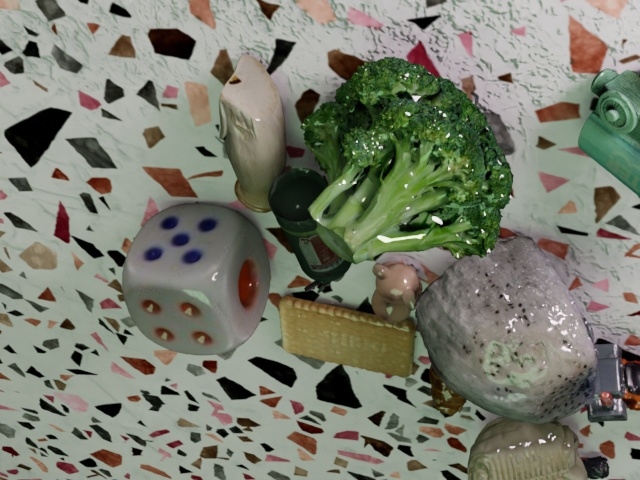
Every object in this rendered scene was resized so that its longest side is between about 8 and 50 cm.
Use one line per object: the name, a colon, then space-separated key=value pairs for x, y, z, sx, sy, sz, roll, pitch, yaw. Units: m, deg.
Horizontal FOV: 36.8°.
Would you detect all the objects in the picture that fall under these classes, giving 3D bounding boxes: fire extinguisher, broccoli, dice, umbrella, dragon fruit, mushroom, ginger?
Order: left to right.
dice: x=-0.202 y=0.066 z=1.597 sx=0.192 sy=0.194 sz=0.193 roll=1 pitch=138 yaw=20
mushroom: x=-0.094 y=-0.140 z=1.388 sx=0.108 sy=0.096 sz=0.247 roll=40 pitch=152 yaw=35
fire extinguisher: x=0.000 y=0.000 z=1.492 sx=0.093 sy=0.118 sz=0.294 roll=50 pitch=172 yaw=29
broccoli: x=0.097 y=-0.089 z=1.260 sx=0.308 sy=0.275 sz=0.308 roll=41 pitch=159 yaw=19
ginger: x=0.227 y=0.213 z=1.656 sx=0.073 sy=0.103 sz=0.162 roll=1 pitch=119 yaw=3
dragon fruit: x=0.277 y=0.169 z=1.450 sx=0.204 sy=0.221 sz=0.283 roll=-23 pitch=136 yaw=-7
umbrella: x=0.462 y=0.447 z=1.852 sx=0.188 sy=0.046 sz=0.050 roll=-15 pitch=90 yaw=35

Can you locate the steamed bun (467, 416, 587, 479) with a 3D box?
steamed bun: x=0.369 y=0.403 z=1.776 sx=0.218 sy=0.144 sz=0.211 roll=-14 pitch=121 yaw=-1

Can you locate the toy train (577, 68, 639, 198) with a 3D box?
toy train: x=0.418 y=-0.102 z=1.168 sx=0.248 sy=0.101 sz=0.159 roll=48 pitch=153 yaw=27

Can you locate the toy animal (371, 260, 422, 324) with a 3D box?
toy animal: x=0.123 y=0.088 z=1.572 sx=0.083 sy=0.089 sz=0.150 roll=10 pitch=148 yaw=7

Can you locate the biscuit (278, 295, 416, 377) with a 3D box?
biscuit: x=0.048 y=0.172 z=1.735 sx=0.249 sy=0.030 sz=0.160 roll=10 pitch=138 yaw=12

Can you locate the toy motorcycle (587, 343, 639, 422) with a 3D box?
toy motorcycle: x=0.555 y=0.217 z=1.494 sx=0.325 sy=0.148 sz=0.221 roll=-6 pitch=156 yaw=20
